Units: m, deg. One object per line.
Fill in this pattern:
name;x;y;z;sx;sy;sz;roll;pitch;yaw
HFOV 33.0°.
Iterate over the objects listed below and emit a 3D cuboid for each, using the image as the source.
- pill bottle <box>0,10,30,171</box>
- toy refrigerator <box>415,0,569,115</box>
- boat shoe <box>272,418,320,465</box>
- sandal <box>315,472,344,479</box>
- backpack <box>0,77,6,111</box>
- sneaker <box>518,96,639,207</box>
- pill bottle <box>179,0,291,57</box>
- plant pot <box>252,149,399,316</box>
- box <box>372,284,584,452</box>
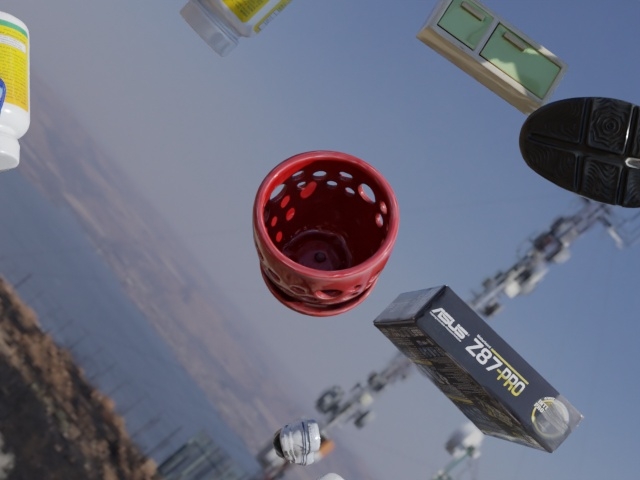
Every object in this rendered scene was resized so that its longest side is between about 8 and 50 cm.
pill bottle;-0.467;-0.205;1.509;0.117;0.118;0.208;69;16;-73
toy refrigerator;0.325;-0.357;2.037;0.270;0.102;0.094;34;-9;-7
boat shoe;-0.051;0.360;1.955;0.226;0.076;0.083;104;-20;-68
sandal;-0.127;0.527;1.870;0.102;0.416;0.169;38;-44;29
backpack;-0.464;-0.161;1.360;0.117;0.158;0.173;16;7;-5
sneaker;0.551;-0.123;1.797;0.448;0.169;0.257;9;0;9
pill bottle;-0.108;-0.387;1.649;0.119;0.208;0.119;46;7;-8
plant pot;0.000;0.000;1.453;0.191;0.191;0.174;49;-22;16
box;0.260;0.224;1.910;0.318;0.097;0.395;46;-9;0
